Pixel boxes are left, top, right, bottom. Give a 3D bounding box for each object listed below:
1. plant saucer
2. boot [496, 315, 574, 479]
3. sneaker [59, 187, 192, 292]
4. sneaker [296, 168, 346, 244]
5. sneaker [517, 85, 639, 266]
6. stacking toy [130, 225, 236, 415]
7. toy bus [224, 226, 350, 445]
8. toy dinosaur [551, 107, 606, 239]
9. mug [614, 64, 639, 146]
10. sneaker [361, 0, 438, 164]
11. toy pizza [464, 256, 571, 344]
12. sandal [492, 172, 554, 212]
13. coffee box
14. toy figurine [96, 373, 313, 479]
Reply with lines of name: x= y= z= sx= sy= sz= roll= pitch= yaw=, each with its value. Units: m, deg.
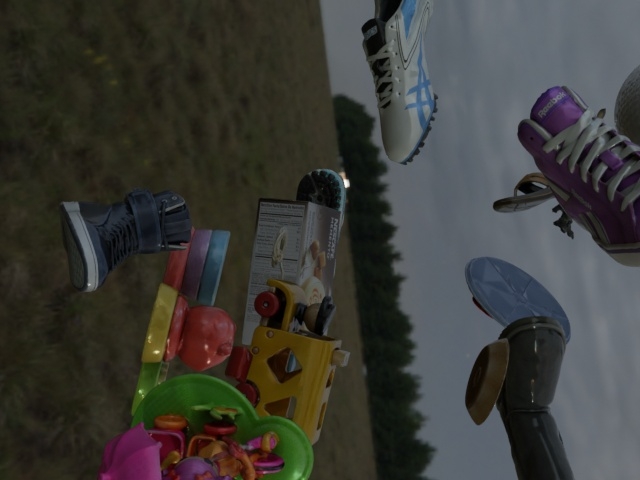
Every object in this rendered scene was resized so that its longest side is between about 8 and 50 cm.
plant saucer: x=0.149 y=0.126 z=0.801 sx=0.083 sy=0.015 sz=0.083 roll=-160 pitch=-90 yaw=-90
boot: x=0.224 y=0.206 z=0.874 sx=0.189 sy=0.076 sz=0.208 roll=80 pitch=8 yaw=-45
sneaker: x=-0.234 y=-0.005 z=1.085 sx=0.226 sy=0.163 sz=0.086 roll=-133 pitch=-137 yaw=-63
sneaker: x=0.000 y=0.000 z=1.685 sx=0.122 sy=0.110 sz=0.283 roll=-30 pitch=137 yaw=-71
sneaker: x=0.268 y=-0.072 z=0.846 sx=0.161 sy=0.102 sz=0.282 roll=51 pitch=-1 yaw=-14
stacking toy: x=-0.208 y=0.140 z=1.433 sx=0.309 sy=0.130 sz=0.279 roll=-86 pitch=-168 yaw=-53
toy bus: x=-0.023 y=0.123 z=0.956 sx=0.191 sy=0.104 sz=0.202 roll=-66 pitch=165 yaw=-45
toy dinosaur: x=0.356 y=-0.065 z=1.151 sx=0.064 sy=0.118 sz=0.268 roll=46 pitch=4 yaw=40
mug: x=0.801 y=-0.256 z=1.769 sx=0.276 sy=0.374 sz=0.328 roll=64 pitch=18 yaw=-11
sneaker: x=0.083 y=-0.199 z=1.002 sx=0.085 sy=0.086 sz=0.237 roll=-29 pitch=-125 yaw=57
toy pizza: x=0.313 y=0.103 z=1.408 sx=0.032 sy=0.201 sz=0.201 roll=-57 pitch=-159 yaw=29
sandal: x=0.413 y=-0.102 z=1.640 sx=0.090 sy=0.219 sz=0.060 roll=128 pitch=-59 yaw=-74
coffee box: x=-0.047 y=0.060 z=1.493 sx=0.141 sy=0.098 sz=0.246 roll=15 pitch=81 yaw=-66
toy figurine: x=-0.105 y=0.188 z=0.709 sx=0.159 sy=0.173 sz=0.130 roll=-5 pitch=100 yaw=-78
